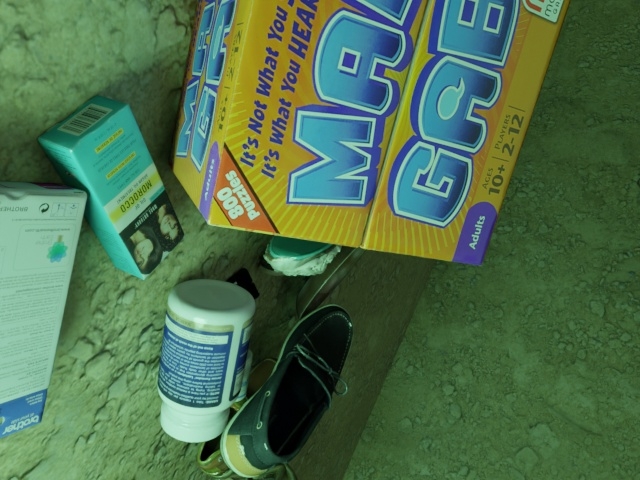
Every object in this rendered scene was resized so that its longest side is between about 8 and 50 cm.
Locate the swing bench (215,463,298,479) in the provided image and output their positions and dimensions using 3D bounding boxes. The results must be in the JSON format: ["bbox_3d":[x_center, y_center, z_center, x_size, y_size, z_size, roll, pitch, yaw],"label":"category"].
[{"bbox_3d":[-0.188,0.715,1.360,0.253,0.165,0.255,-66,157,5],"label":"swing bench"}]

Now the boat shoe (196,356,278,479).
[{"bbox_3d":[-0.175,0.400,1.234,0.307,0.111,0.104,-62,151,-29],"label":"boat shoe"}]

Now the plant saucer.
[{"bbox_3d":[0.032,0.082,1.406,0.310,0.050,0.310,-48,170,-11],"label":"plant saucer"}]

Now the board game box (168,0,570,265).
[{"bbox_3d":[0.025,-0.208,0.706,0.356,0.356,0.356,8,104,-25],"label":"board game box"}]

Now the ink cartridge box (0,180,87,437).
[{"bbox_3d":[-0.382,0.086,0.592,0.186,0.065,0.311,-6,111,-65],"label":"ink cartridge box"}]

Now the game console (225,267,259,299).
[{"bbox_3d":[-0.193,0.133,1.110,0.122,0.071,0.107,-43,115,-48],"label":"game console"}]

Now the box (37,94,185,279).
[{"bbox_3d":[-0.270,-0.063,0.720,0.100,0.060,0.244,-54,152,-33],"label":"box"}]

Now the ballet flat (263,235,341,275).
[{"bbox_3d":[0.000,0.000,1.203,0.409,0.147,0.147,-51,151,-56],"label":"ballet flat"}]

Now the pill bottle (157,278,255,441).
[{"bbox_3d":[-0.211,0.216,0.955,0.153,0.153,0.264,-21,127,-61],"label":"pill bottle"}]

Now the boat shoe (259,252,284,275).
[{"bbox_3d":[-0.063,0.035,1.241,0.206,0.075,0.065,-10,118,-58],"label":"boat shoe"}]

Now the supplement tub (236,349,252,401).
[{"bbox_3d":[-0.191,0.294,1.167,0.071,0.071,0.107,-27,132,-58],"label":"supplement tub"}]

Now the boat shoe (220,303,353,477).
[{"bbox_3d":[-0.032,0.327,1.233,0.187,0.156,0.500,54,43,-10],"label":"boat shoe"}]
